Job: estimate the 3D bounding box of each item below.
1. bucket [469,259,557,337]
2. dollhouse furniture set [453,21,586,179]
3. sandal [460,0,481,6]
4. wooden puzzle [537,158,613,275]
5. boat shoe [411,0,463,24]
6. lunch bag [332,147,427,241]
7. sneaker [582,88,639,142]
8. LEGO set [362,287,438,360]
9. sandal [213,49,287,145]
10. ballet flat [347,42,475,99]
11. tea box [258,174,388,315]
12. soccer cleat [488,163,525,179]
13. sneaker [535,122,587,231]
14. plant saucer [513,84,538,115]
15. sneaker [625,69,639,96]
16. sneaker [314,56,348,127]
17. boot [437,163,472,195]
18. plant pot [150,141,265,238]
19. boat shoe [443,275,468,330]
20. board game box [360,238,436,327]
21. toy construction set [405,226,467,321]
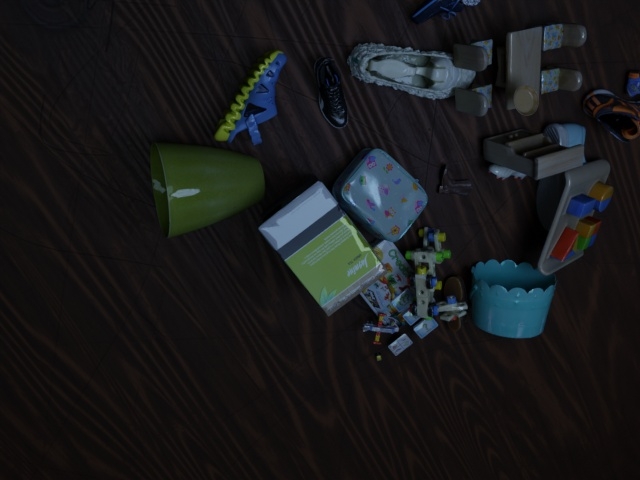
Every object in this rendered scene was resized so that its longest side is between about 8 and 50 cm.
[{"bbox_3d":[0.634,0.192,1.939,0.281,0.281,0.183,-1,109,-9],"label":"bucket"},{"bbox_3d":[0.620,-0.413,1.701,0.362,0.256,0.394,-17,118,-18],"label":"dollhouse furniture set"},{"bbox_3d":[0.451,-0.824,1.695,0.097,0.054,0.254,8,116,-4],"label":"sandal"},{"bbox_3d":[0.844,-0.073,1.878,0.322,0.080,0.348,-17,121,-42],"label":"wooden puzzle"},{"bbox_3d":[0.389,-0.697,1.671,0.258,0.109,0.089,-30,114,19],"label":"boat shoe"},{"bbox_3d":[0.193,-0.145,1.825,0.279,0.108,0.224,41,80,-23],"label":"lunch bag"},{"bbox_3d":[1.002,-0.367,1.846,0.321,0.180,0.124,11,129,-8],"label":"sneaker"},{"bbox_3d":[0.259,0.306,1.967,0.244,0.060,0.182,-39,107,5],"label":"LEGO set"},{"bbox_3d":[-0.183,-0.406,1.694,0.138,0.126,0.317,28,110,-20],"label":"sandal"},{"bbox_3d":[0.284,-0.498,1.726,0.409,0.147,0.147,3,107,-11],"label":"ballet flat"},{"bbox_3d":[0.000,0.000,1.715,0.220,0.329,0.323,-36,101,3],"label":"tea box"},{"bbox_3d":[0.611,-0.240,1.866,0.196,0.068,0.076,-5,130,-40],"label":"soccer cleat"},{"bbox_3d":[0.815,-0.205,1.907,0.150,0.135,0.366,-7,113,-11],"label":"sneaker"},{"bbox_3d":[0.564,-0.385,1.597,0.083,0.015,0.083,0,91,-19],"label":"plant saucer"},{"bbox_3d":[1.094,-0.495,1.895,0.221,0.083,0.087,11,119,-7],"label":"sneaker"},{"bbox_3d":[0.034,-0.430,1.712,0.079,0.121,0.217,-20,110,-1],"label":"sneaker"},{"bbox_3d":[0.448,-0.198,1.899,0.114,0.037,0.106,3,120,-7],"label":"boot"},{"bbox_3d":[-0.322,-0.160,1.690,0.293,0.275,0.274,-9,110,-23],"label":"plant pot"},{"bbox_3d":[0.478,0.213,2.027,0.073,0.073,0.207,-24,119,-41],"label":"boat shoe"},{"bbox_3d":[0.231,0.149,1.968,0.193,0.053,0.305,-38,110,4],"label":"board game box"},{"bbox_3d":[0.367,0.134,1.896,0.151,0.215,0.327,-13,106,29],"label":"toy construction set"}]
